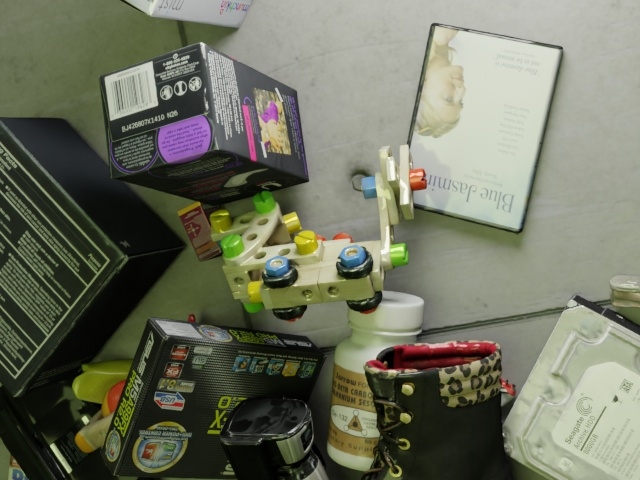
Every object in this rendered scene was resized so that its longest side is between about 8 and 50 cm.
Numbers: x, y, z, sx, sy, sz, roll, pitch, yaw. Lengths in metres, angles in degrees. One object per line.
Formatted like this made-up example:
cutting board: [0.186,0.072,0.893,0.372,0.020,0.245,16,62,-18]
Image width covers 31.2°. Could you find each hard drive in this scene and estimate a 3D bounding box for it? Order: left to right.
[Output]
hard drive: [0.424,0.250,1.481,0.339,0.064,0.236,30,106,17]

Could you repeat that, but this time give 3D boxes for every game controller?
game controller: [-0.390,0.332,1.804,0.166,0.067,0.319,-38,77,0]

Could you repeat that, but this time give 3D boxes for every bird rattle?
bird rattle: [-0.252,0.231,1.681,0.254,0.207,0.143,-21,107,32]

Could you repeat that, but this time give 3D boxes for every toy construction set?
toy construction set: [0.000,0.000,1.548,0.328,0.215,0.151,-20,121,22]

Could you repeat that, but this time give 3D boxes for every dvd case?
dvd case: [0.209,-0.151,1.536,0.180,0.022,0.253,15,102,19]

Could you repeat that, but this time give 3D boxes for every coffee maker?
coffee maker: [-0.074,0.314,1.568,0.171,0.120,0.178,-17,114,3]

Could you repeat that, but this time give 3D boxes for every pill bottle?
pill bottle: [0.081,0.190,1.571,0.131,0.131,0.229,8,99,21]

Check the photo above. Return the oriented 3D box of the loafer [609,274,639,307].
loafer: [0.433,0.073,1.469,0.125,0.045,0.039,9,117,27]

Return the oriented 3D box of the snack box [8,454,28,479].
snack box: [-0.422,0.378,1.852,0.178,0.022,0.064,9,98,20]

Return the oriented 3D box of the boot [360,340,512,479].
boot: [0.082,0.287,1.446,0.378,0.138,0.284,-7,103,-16]

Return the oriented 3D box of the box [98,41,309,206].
box: [-0.149,-0.146,1.535,0.165,0.270,0.143,-13,79,22]

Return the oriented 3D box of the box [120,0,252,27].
box: [-0.164,-0.416,1.522,0.127,0.262,0.231,32,106,15]

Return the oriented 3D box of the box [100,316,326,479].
box: [-0.146,0.227,1.602,0.060,0.270,0.216,39,112,51]

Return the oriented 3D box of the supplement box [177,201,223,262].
supplement box: [-0.165,-0.016,1.684,0.043,0.055,0.083,-26,86,24]

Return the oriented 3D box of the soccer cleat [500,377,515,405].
soccer cleat: [0.228,0.192,1.569,0.083,0.029,0.035,38,104,8]

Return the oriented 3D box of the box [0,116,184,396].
box: [-0.418,0.018,1.718,0.296,0.183,0.294,46,111,12]
